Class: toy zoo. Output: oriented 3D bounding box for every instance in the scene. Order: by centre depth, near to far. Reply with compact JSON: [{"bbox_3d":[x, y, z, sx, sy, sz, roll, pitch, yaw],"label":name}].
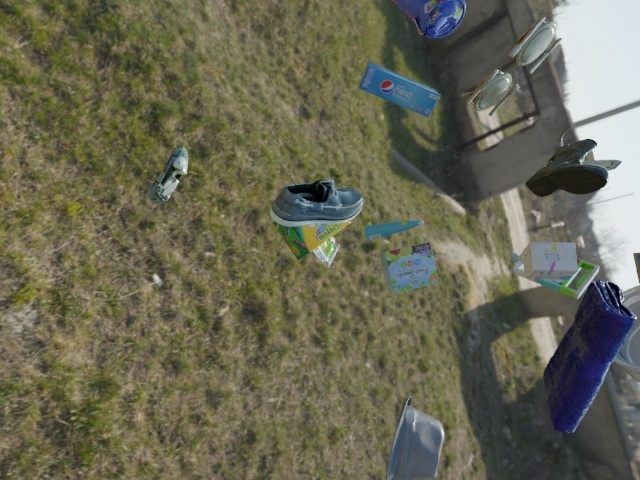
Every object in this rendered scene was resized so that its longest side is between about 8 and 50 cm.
[{"bbox_3d":[0.908,0.108,1.697,0.192,0.293,0.030,-35,132,-28],"label":"toy zoo"}]

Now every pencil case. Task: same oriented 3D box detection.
[{"bbox_3d":[0.268,-0.686,1.200,0.119,0.133,0.306,28,26,-58],"label":"pencil case"}]

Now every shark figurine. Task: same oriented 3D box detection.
[{"bbox_3d":[1.066,-0.335,1.781,0.278,0.166,0.116,51,14,31],"label":"shark figurine"}]

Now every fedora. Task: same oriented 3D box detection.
[{"bbox_3d":[0.257,0.551,1.137,0.275,0.124,0.244,27,74,-74],"label":"fedora"}]

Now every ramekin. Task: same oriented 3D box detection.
[{"bbox_3d":[0.886,0.251,1.095,0.135,0.277,0.277,44,40,-18],"label":"ramekin"}]

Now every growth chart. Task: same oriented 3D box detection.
[{"bbox_3d":[0.000,0.000,1.838,0.237,0.021,0.172,50,45,-32],"label":"growth chart"}]

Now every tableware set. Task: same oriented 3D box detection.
[{"bbox_3d":[0.369,-0.342,0.836,0.128,0.194,0.039,-1,50,-48],"label":"tableware set"}]

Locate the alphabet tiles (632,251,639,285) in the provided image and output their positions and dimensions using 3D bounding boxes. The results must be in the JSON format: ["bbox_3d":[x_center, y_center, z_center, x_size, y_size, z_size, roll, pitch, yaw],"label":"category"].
[{"bbox_3d":[1.203,0.138,1.409,0.011,0.285,0.343,-7,85,-24],"label":"alphabet tiles"}]

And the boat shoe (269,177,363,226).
[{"bbox_3d":[0.011,-0.114,1.170,0.319,0.099,0.116,-12,48,-39],"label":"boat shoe"}]

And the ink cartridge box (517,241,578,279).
[{"bbox_3d":[0.680,0.062,1.290,0.092,0.143,0.090,63,30,-66],"label":"ink cartridge box"}]

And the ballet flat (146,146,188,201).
[{"bbox_3d":[-0.422,-0.186,1.231,0.070,0.070,0.189,41,67,-42],"label":"ballet flat"}]

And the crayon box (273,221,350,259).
[{"bbox_3d":[-0.027,-0.066,1.605,0.278,0.081,0.165,-36,93,-45],"label":"crayon box"}]

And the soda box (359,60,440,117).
[{"bbox_3d":[0.213,-0.413,1.166,0.209,0.067,0.071,21,30,-7],"label":"soda box"}]

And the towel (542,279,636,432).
[{"bbox_3d":[0.590,0.252,0.966,0.227,0.076,0.309,-24,131,-60],"label":"towel"}]

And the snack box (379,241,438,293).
[{"bbox_3d":[0.365,0.113,1.760,0.070,0.206,0.175,160,-80,-78],"label":"snack box"}]

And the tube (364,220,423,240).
[{"bbox_3d":[0.260,-0.045,1.512,0.080,0.206,0.052,-12,90,-69],"label":"tube"}]

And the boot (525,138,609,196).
[{"bbox_3d":[0.641,-0.198,1.073,0.083,0.161,0.246,42,-6,-10],"label":"boot"}]
